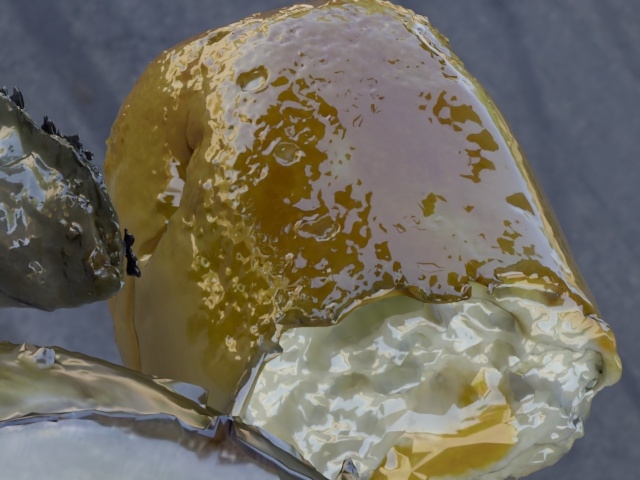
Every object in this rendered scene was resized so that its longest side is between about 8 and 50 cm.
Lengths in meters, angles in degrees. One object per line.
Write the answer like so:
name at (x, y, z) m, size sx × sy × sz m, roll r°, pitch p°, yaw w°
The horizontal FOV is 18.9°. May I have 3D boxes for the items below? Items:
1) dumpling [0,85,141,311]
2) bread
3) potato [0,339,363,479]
dumpling at (-0.248, -0.021, 1.230) m, size 0.086 × 0.332 × 0.166 m, roll -18°, pitch 94°, yaw -43°
bread at (0.000, 0.000, 1.455) m, size 0.250 × 0.361 × 0.394 m, roll 83°, pitch -12°, yaw -60°
potato at (-0.176, 0.221, 0.963) m, size 0.442 × 0.385 × 0.319 m, roll 18°, pitch 4°, yaw -28°
